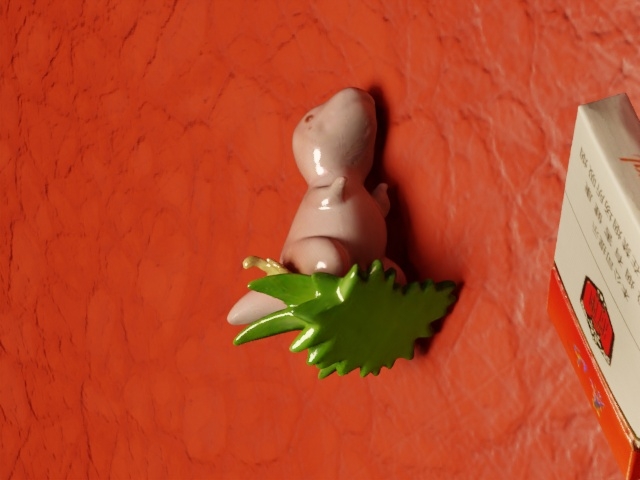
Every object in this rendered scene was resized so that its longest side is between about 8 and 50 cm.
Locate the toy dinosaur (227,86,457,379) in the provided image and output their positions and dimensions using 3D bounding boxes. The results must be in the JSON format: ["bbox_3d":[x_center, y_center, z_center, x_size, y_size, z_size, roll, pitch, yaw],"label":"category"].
[{"bbox_3d":[-0.006,0.000,1.260,0.194,0.152,0.177,-61,43,26],"label":"toy dinosaur"}]

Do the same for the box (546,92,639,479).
[{"bbox_3d":[0.179,0.036,1.013,0.245,0.035,0.139,87,164,-61],"label":"box"}]
